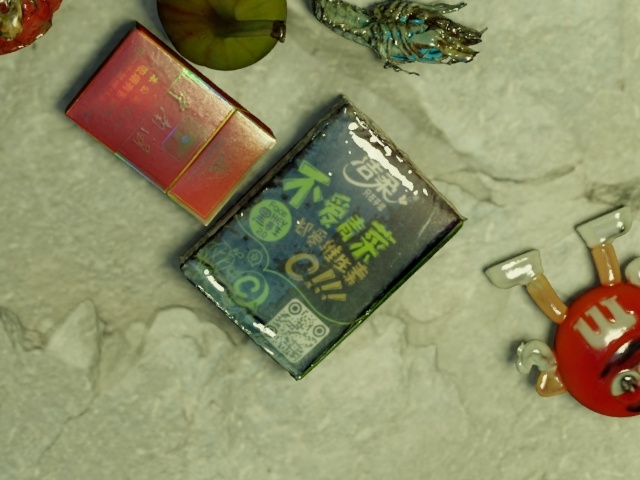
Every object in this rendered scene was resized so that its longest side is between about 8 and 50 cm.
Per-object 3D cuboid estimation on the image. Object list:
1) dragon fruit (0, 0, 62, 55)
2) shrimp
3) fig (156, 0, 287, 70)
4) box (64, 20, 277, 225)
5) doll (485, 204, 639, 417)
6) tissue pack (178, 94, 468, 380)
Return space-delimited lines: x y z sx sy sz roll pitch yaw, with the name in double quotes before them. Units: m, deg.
"dragon fruit" -0.310 -0.203 1.695 0.162 0.106 0.083 -4 106 -6
"shrimp" 0.071 -0.207 1.757 0.174 0.076 0.082 18 62 -5
"fig" -0.076 -0.198 1.648 0.124 0.236 0.124 -4 110 -12
"box" -0.142 -0.111 1.761 0.175 0.048 0.112 38 98 -13
"doll" 0.280 0.093 1.834 0.183 0.085 0.217 -26 96 1
"tissue pack" 0.000 0.000 1.790 0.173 0.073 0.235 43 97 -14
